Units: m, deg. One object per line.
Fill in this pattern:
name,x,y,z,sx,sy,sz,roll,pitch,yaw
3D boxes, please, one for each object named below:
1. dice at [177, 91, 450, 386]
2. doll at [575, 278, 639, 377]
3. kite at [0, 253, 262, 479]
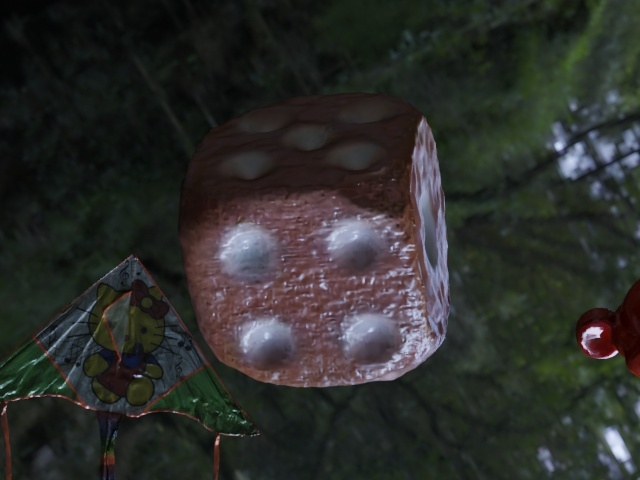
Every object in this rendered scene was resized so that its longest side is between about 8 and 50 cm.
dice,0.000,0.000,1.147,0.179,0.174,0.175,-6,-151,10
doll,0.376,0.059,1.159,0.363,0.183,0.160,-5,-145,14
kite,-0.134,0.129,0.955,0.198,0.244,0.006,6,177,-13
